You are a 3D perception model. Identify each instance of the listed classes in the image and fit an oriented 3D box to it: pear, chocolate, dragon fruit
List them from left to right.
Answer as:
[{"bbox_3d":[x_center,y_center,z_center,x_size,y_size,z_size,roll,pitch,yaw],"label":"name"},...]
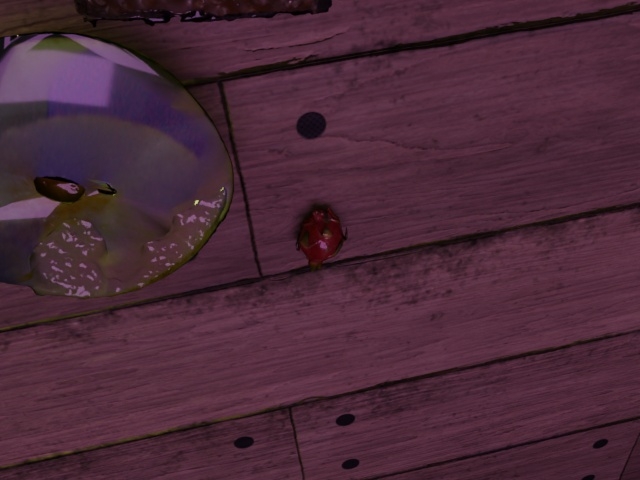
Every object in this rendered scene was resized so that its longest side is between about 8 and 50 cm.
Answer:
[{"bbox_3d":[-0.323,-0.112,0.815,0.398,0.165,0.399,-7,129,-8],"label":"pear"},{"bbox_3d":[-0.145,-0.329,0.753,0.329,0.065,0.102,-5,160,-10],"label":"chocolate"},{"bbox_3d":[-0.002,0.001,1.038,0.086,0.081,0.116,7,125,-32],"label":"dragon fruit"}]
